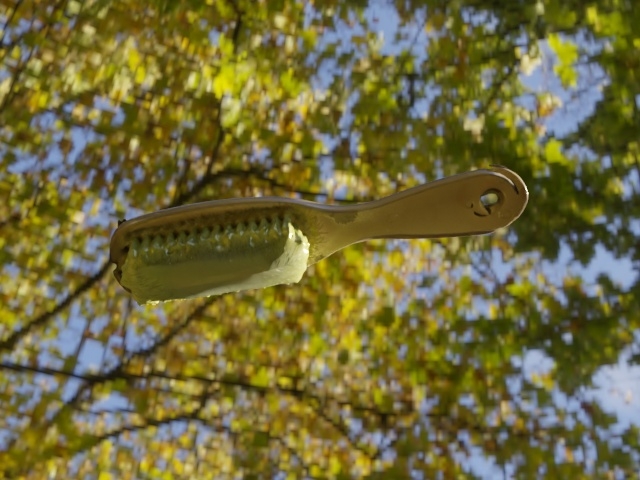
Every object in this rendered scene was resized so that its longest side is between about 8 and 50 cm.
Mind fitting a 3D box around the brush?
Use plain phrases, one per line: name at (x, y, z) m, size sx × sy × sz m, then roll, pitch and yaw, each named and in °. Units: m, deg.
brush at (0.000, 0.002, 1.046) m, size 0.313 × 0.067 × 0.072 m, roll -9°, pitch -59°, yaw 0°
